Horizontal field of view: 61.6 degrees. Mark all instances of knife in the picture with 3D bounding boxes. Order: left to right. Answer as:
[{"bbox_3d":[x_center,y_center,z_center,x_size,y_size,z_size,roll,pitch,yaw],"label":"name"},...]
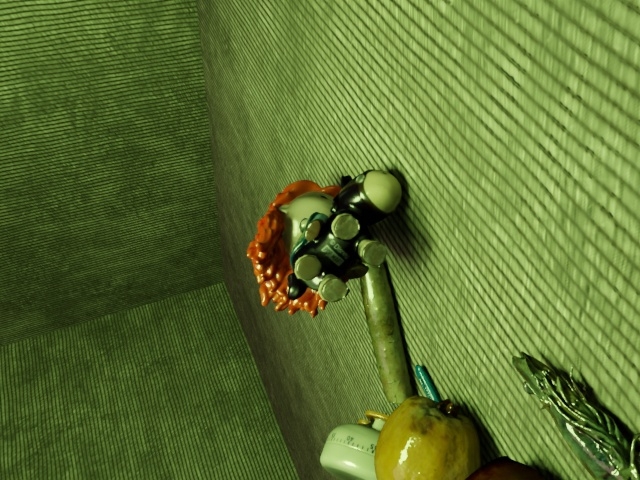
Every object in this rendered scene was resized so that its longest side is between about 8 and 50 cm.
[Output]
[{"bbox_3d":[0.249,0.375,1.025,0.044,0.026,0.297,83,163,-62],"label":"knife"}]

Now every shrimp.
[{"bbox_3d":[0.335,0.212,0.600,0.296,0.058,0.169,54,146,39],"label":"shrimp"}]

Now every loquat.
[{"bbox_3d":[0.187,0.381,0.945,0.187,0.176,0.234,27,108,27],"label":"loquat"}]

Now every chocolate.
[{"bbox_3d":[0.276,0.406,0.764,0.176,0.176,0.177,164,90,-72],"label":"chocolate"}]

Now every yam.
[{"bbox_3d":[0.137,0.195,1.141,0.071,0.067,0.318,-10,94,42],"label":"yam"}]

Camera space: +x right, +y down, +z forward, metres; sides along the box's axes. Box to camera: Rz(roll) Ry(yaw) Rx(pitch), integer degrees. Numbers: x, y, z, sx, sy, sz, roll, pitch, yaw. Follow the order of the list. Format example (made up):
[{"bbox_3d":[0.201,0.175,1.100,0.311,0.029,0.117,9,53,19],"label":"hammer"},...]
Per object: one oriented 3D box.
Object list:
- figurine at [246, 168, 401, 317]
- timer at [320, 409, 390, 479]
[{"bbox_3d":[0.006,-0.006,1.057,0.411,0.241,0.306,-27,40,65],"label":"figurine"},{"bbox_3d":[0.110,0.535,1.227,0.233,0.233,0.240,113,-178,-63],"label":"timer"}]
